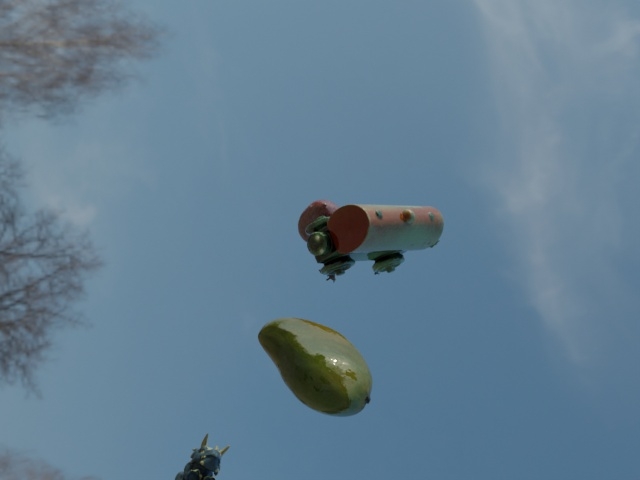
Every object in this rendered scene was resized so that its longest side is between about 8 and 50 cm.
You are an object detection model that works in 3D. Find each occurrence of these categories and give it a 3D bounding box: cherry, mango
[{"bbox_3d":[0.000,0.000,1.890,0.107,0.090,0.225,15,-46,7],"label":"cherry"},{"bbox_3d":[-0.001,0.171,1.234,0.191,0.122,0.085,51,-40,39],"label":"mango"}]

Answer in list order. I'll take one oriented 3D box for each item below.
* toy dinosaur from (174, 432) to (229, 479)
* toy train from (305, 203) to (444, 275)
[{"bbox_3d":[-0.119,0.226,0.835,0.083,0.030,0.047,-55,-165,14],"label":"toy dinosaur"},{"bbox_3d":[0.104,-0.013,1.605,0.177,0.285,0.116,-31,-110,37],"label":"toy train"}]
